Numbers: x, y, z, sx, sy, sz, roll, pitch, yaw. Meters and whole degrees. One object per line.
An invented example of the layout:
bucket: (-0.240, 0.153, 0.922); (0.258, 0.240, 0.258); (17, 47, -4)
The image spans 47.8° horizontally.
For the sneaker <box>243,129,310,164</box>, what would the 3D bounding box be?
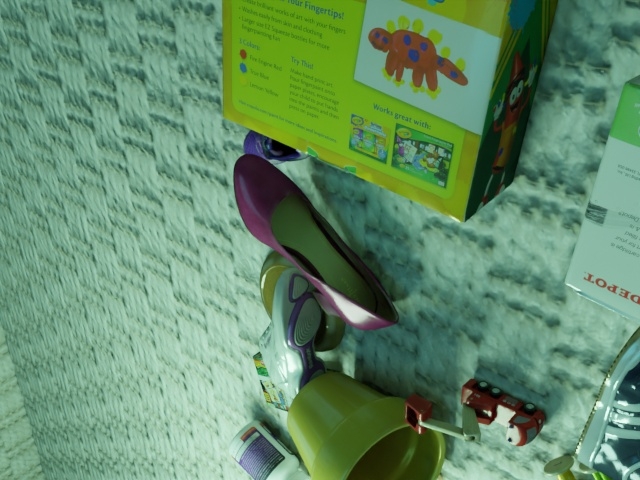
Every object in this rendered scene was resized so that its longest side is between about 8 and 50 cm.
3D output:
sneaker: (-0.072, -0.175, 1.269); (0.236, 0.104, 0.095); (-4, 111, 48)

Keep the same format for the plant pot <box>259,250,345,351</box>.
plant pot: (-0.048, 0.129, 1.478); (0.236, 0.032, 0.236); (24, 127, 35)

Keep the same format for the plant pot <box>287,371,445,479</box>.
plant pot: (0.065, 0.376, 1.360); (0.239, 0.254, 0.254); (37, 137, 48)

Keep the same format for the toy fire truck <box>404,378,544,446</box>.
toy fire truck: (0.249, 0.288, 1.179); (0.192, 0.135, 0.047); (22, 127, 37)

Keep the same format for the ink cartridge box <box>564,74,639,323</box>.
ink cartridge box: (0.422, -0.035, 0.824); (0.198, 0.114, 0.273); (29, 131, 33)

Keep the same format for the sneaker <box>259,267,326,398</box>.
sneaker: (-0.074, 0.186, 1.423); (0.152, 0.114, 0.305); (21, 126, 36)

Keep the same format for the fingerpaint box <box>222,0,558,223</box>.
fingerpaint box: (0.075, -0.290, 0.995); (0.444, 0.163, 0.371); (26, 130, 30)

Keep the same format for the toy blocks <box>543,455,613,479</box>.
toy blocks: (0.431, 0.409, 1.122); (0.123, 0.054, 0.148); (-28, 91, 51)

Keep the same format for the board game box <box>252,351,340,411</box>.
board game box: (-0.042, 0.328, 1.592); (0.259, 0.030, 0.136); (3, 113, 45)

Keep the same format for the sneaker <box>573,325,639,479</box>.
sneaker: (0.452, 0.237, 0.965); (0.153, 0.099, 0.282); (32, 136, 32)

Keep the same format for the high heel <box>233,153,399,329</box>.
high heel: (0.000, 0.000, 1.247); (0.181, 0.127, 0.377); (4, 138, 55)

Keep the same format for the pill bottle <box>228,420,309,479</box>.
pill bottle: (-0.120, 0.534, 1.730); (0.193, 0.108, 0.108); (38, 135, 25)
